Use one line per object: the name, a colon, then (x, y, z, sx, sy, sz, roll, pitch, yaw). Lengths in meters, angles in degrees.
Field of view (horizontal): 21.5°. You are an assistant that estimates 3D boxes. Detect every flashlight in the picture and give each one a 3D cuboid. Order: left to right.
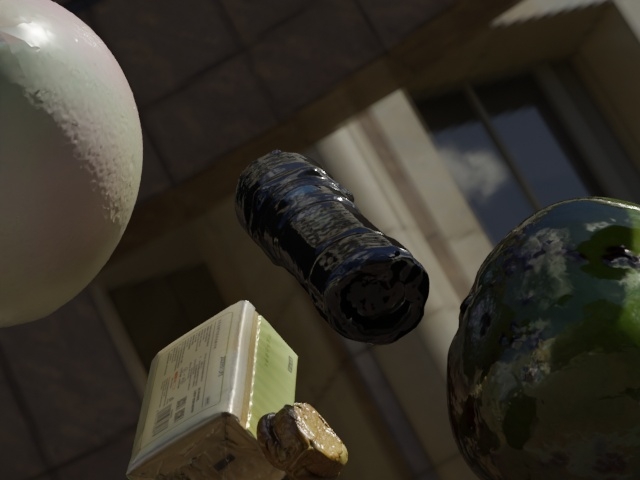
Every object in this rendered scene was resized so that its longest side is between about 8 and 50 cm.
flashlight: (0.000, 0.000, 1.477, 0.103, 0.103, 0.424, -26, 16, -5)

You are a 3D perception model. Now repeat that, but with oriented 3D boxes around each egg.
egg: (-0.353, -0.122, 1.785, 0.355, 0.354, 0.340, -17, -23, -27)

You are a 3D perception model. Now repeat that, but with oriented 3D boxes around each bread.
bread: (-0.014, 0.173, 1.422, 0.046, 0.083, 0.081, -49, 17, 19)

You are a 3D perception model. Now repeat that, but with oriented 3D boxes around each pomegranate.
pomegranate: (0.258, 0.104, 1.348, 0.323, 0.290, 0.291, 12, -4, 26)

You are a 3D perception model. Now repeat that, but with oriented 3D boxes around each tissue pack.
tissue pack: (-0.122, 0.203, 1.961, 0.159, 0.125, 0.234, -34, 23, 19)
